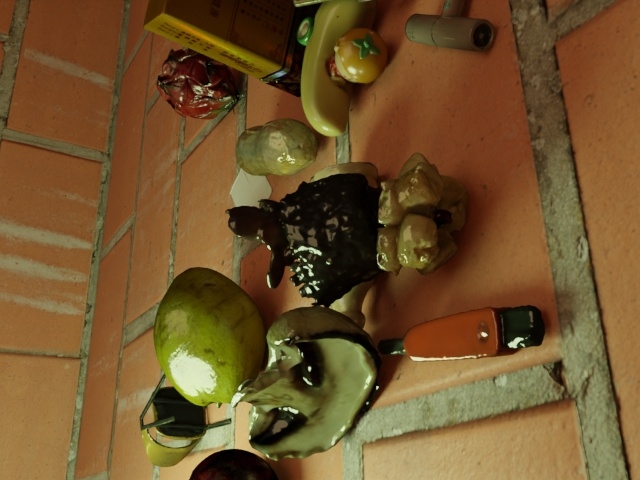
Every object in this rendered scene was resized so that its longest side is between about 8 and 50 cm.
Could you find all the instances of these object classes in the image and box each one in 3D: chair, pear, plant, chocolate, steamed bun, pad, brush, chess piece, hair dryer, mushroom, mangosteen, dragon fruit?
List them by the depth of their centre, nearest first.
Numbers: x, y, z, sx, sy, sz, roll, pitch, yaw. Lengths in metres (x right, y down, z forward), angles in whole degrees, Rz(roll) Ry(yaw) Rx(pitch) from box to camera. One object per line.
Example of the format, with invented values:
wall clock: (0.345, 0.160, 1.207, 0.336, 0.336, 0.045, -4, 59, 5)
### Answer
brush: (0.197, 0.143, 1.001, 0.323, 0.051, 0.070, -19, 70, 52)
steamed bun: (0.160, -0.038, 1.024, 0.106, 0.177, 0.193, 5, 89, 22)
plant: (0.000, 0.000, 1.111, 0.233, 0.204, 0.178, -22, 59, 16)
hair dryer: (0.253, -0.431, 1.141, 0.195, 0.053, 0.220, 39, 105, 56)
mushroom: (-0.029, 0.231, 1.150, 0.130, 0.247, 0.344, -102, 13, -49)
chess piece: (0.050, 0.022, 1.244, 0.124, 0.138, 0.308, 56, -150, -69)
mangosteen: (-0.191, 0.522, 1.338, 0.216, 0.216, 0.216, -30, 54, 52)
pear: (-0.251, 0.217, 1.534, 0.269, 0.269, 0.321, -35, 63, 49)
chocolate: (-0.108, -0.216, 1.569, 0.309, 0.134, 0.134, 12, 89, 60)
chair: (-0.350, 0.443, 1.689, 0.247, 0.158, 0.173, -45, 45, 41)
pad: (-0.188, -0.127, 1.792, 0.157, 0.004, 0.232, -62, 33, 25)
dragon fruit: (-0.350, -0.451, 1.995, 0.293, 0.233, 0.234, 42, 116, 33)

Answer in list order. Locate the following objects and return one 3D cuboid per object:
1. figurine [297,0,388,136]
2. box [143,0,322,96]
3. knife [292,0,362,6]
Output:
figurine: (0.052, -0.370, 1.376, 0.222, 0.124, 0.325, -5, 73, 53)
box: (-0.153, -0.511, 1.480, 0.115, 0.415, 0.265, -2, 76, 53)
knife: (0.083, -0.485, 1.314, 0.297, 0.017, 0.047, -4, 66, 21)
